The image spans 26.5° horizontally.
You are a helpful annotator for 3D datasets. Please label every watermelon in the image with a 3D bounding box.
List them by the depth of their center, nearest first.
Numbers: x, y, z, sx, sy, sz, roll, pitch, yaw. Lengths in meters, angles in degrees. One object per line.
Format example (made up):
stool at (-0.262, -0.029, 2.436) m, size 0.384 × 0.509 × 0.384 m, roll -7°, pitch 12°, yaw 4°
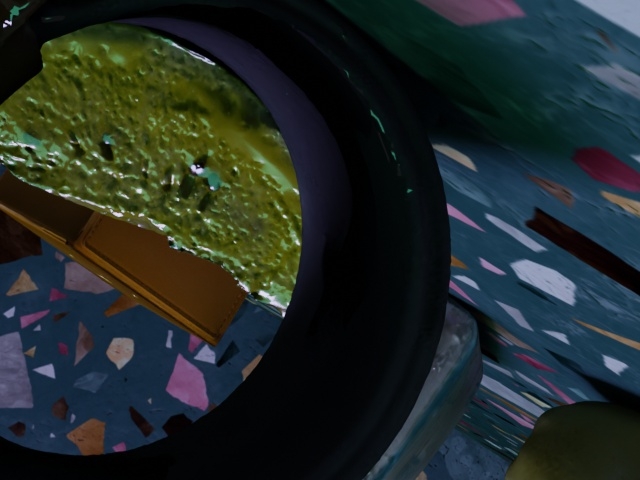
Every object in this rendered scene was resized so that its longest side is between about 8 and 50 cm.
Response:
watermelon at (-0.100, -0.062, 0.842) m, size 0.301 × 0.129 × 0.123 m, roll 27°, pitch 176°, yaw -3°

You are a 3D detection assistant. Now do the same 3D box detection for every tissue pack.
tissue pack at (0.068, 0.151, 1.338) m, size 0.124 × 0.201 × 0.271 m, roll 37°, pitch 175°, yaw 14°
tissue pack at (-0.226, -0.016, 1.633) m, size 0.194 × 0.145 × 0.274 m, roll 22°, pitch 166°, yaw 41°

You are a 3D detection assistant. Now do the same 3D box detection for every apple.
apple at (0.257, 0.237, 1.193) m, size 0.200 × 0.200 × 0.200 m, roll 31°, pitch 173°, yaw 4°

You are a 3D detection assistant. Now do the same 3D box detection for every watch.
watch at (-0.126, 0.014, 0.661) m, size 0.327 × 0.335 × 0.314 m, roll 44°, pitch 169°, yaw -20°
